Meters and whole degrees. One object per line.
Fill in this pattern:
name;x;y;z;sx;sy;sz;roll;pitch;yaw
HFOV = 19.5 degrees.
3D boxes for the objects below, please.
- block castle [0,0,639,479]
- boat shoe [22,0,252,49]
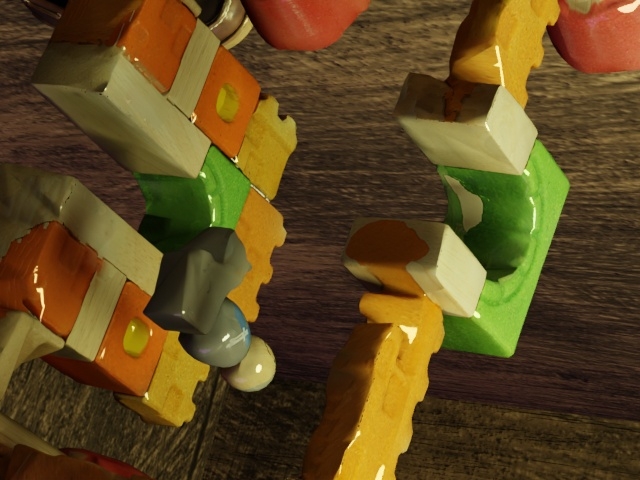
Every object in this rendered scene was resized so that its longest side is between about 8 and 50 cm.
block castle;0.000;0.000;1.032;0.303;0.453;0.213;8;158;32
boat shoe;-0.141;-0.174;1.330;0.207;0.073;0.073;7;167;37
